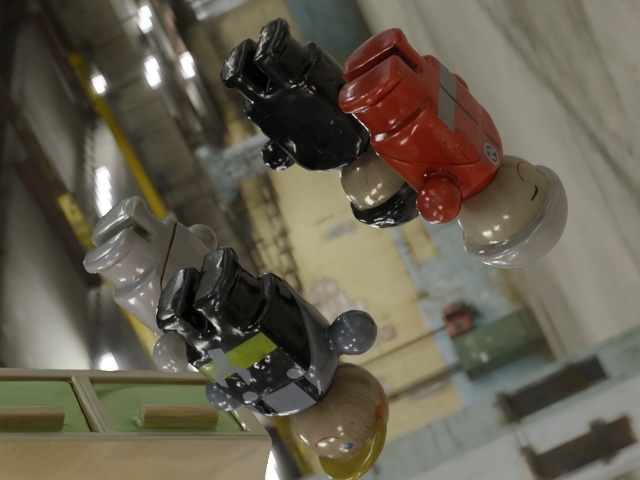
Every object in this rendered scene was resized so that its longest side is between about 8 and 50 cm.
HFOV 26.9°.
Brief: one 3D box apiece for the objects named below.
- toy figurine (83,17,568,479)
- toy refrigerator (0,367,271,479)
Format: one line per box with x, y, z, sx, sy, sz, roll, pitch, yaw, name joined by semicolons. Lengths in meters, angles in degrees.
0.000;0.000;0.711;0.148;0.209;0.213;42;168;-28;toy figurine
-0.176;0.133;0.825;0.102;0.269;0.094;-138;56;-60;toy refrigerator
